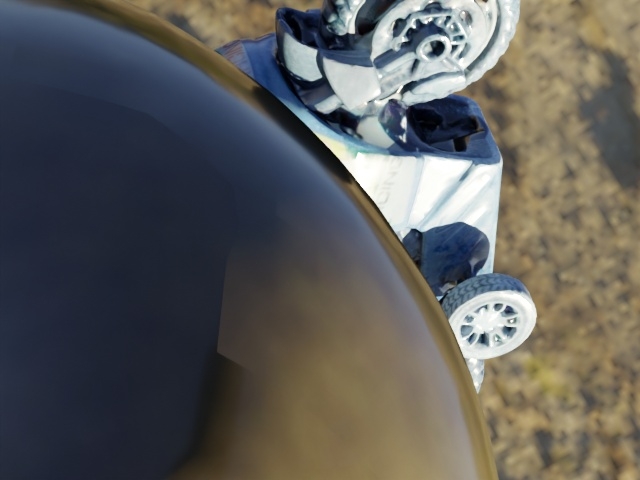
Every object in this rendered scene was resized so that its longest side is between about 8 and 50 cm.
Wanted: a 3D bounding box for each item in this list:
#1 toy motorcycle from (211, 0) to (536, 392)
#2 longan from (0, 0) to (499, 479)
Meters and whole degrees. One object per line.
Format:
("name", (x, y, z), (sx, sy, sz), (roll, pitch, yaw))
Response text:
("toy motorcycle", (0.000, 0.000, 0.689), (0.092, 0.136, 0.254), (-108, -168, -45))
("longan", (-0.100, 0.085, 0.497), (0.319, 0.319, 0.319), (43, 29, -30))
